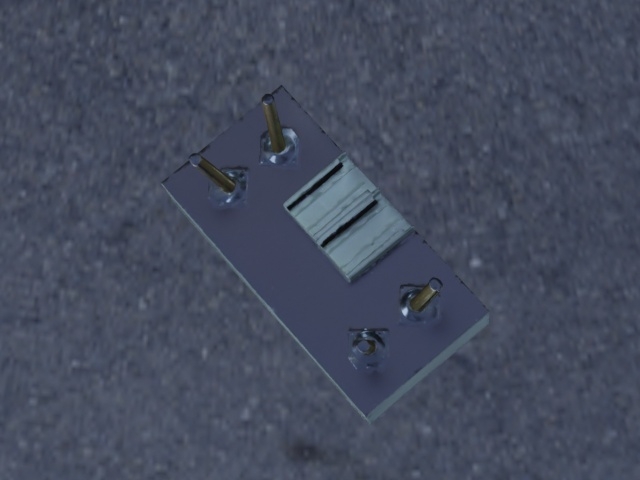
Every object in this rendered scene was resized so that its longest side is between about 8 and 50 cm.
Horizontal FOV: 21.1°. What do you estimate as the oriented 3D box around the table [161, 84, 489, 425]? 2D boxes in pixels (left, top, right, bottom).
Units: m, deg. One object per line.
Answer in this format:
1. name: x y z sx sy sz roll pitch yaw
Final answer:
1. table: 0.000 0.000 1.260 0.121 0.240 0.111 -41 164 -7
